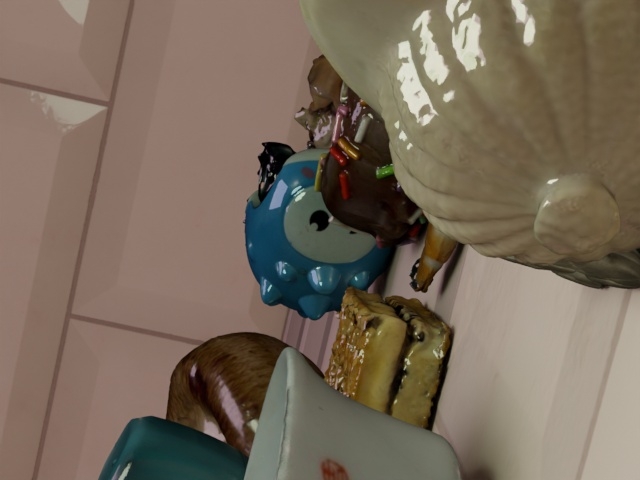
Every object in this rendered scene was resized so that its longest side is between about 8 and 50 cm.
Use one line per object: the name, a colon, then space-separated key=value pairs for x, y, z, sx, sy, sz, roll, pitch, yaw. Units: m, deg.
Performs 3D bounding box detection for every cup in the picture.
cup: x=0.017 y=0.260 z=1.006 sx=0.347 sy=0.163 sz=0.347 roll=-167 pitch=90 yaw=-85

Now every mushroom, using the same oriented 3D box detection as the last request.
mushroom: x=-0.127 y=0.300 z=1.697 sx=0.334 sy=0.356 sz=0.331 roll=56 pitch=164 yaw=34

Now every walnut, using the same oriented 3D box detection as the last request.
walnut: x=0.035 y=-0.147 z=2.037 sx=0.204 sy=0.141 sz=0.238 roll=-54 pitch=-22 yaw=-70

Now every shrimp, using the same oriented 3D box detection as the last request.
shrimp: x=0.114 y=-0.038 z=1.362 sx=0.161 sy=0.049 sz=0.166 roll=-97 pitch=17 yaw=-60

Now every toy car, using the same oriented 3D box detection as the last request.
toy car: x=0.000 y=0.000 z=1.777 sx=0.255 sy=0.189 sz=0.190 roll=114 pitch=159 yaw=-56

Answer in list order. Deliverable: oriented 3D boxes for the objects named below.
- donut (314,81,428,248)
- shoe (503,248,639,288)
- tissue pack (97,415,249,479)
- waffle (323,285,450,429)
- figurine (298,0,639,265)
donut: x=0.084 y=-0.167 z=1.530 sx=0.259 sy=0.136 sz=0.345 roll=119 pitch=162 yaw=-84
shoe: x=0.146 y=-0.027 z=0.811 sx=0.169 sy=0.071 sz=0.099 roll=-164 pitch=89 yaw=-81
tissue pack: x=-0.139 y=0.316 z=1.260 sx=0.287 sy=0.206 sz=0.198 roll=-60 pitch=8 yaw=-3
waffle: x=0.036 y=0.208 z=1.357 sx=0.213 sy=0.091 sz=0.308 roll=-129 pitch=51 yaw=-84
figurine: x=0.144 y=-0.126 z=0.714 sx=0.332 sy=0.204 sz=0.185 roll=-44 pitch=-21 yaw=-41
